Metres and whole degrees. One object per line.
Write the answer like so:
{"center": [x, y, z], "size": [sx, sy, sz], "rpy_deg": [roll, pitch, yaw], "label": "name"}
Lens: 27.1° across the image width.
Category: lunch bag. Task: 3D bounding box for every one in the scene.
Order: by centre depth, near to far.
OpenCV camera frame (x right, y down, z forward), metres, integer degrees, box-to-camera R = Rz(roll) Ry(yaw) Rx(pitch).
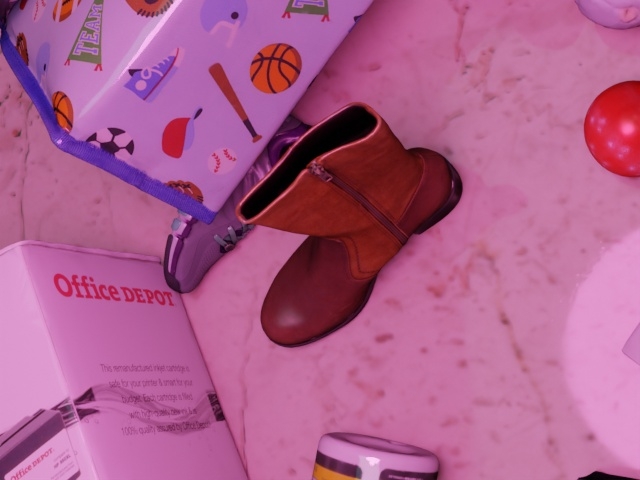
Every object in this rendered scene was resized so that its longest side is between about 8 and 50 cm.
{"center": [-0.161, -0.266, 1.330], "size": [0.328, 0.239, 0.385], "rpy_deg": [-50, 38, 11], "label": "lunch bag"}

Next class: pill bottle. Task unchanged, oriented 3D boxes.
{"center": [0.038, 0.297, 1.270], "size": [0.119, 0.119, 0.208], "rpy_deg": [11, 88, 22], "label": "pill bottle"}

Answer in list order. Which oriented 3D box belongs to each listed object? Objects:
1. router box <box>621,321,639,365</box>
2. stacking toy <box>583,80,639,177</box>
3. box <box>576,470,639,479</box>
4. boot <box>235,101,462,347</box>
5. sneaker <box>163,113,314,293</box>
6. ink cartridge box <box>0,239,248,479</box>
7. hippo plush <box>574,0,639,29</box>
{"center": [0.450, 0.057, 1.064], "size": [0.301, 0.082, 0.335], "rpy_deg": [-58, 37, 7], "label": "router box"}
{"center": [0.372, -0.181, 1.184], "size": [0.330, 0.141, 0.141], "rpy_deg": [-40, 72, 18], "label": "stacking toy"}
{"center": [0.305, 0.351, 1.170], "size": [0.184, 0.103, 0.261], "rpy_deg": [6, 87, 25], "label": "box"}
{"center": [0.000, 0.000, 1.226], "size": [0.264, 0.280, 0.096], "rpy_deg": [-36, 73, 15], "label": "boot"}
{"center": [-0.082, -0.037, 1.372], "size": [0.098, 0.083, 0.224], "rpy_deg": [25, 93, 17], "label": "sneaker"}
{"center": [-0.210, 0.218, 1.286], "size": [0.166, 0.285, 0.395], "rpy_deg": [-26, 75, 18], "label": "ink cartridge box"}
{"center": [0.254, -0.332, 1.232], "size": [0.236, 0.234, 0.294], "rpy_deg": [26, 112, -8], "label": "hippo plush"}
